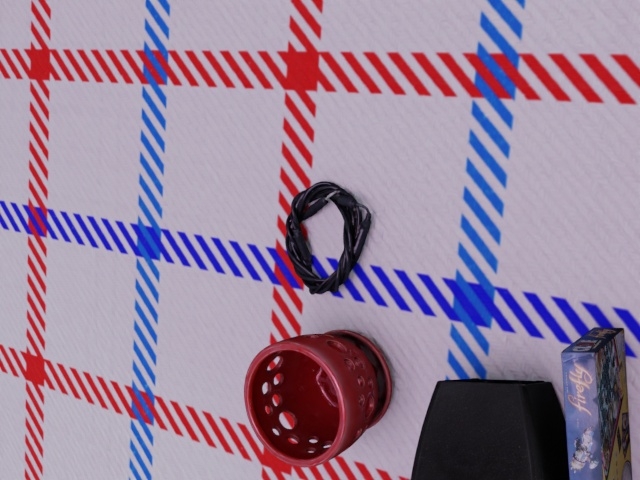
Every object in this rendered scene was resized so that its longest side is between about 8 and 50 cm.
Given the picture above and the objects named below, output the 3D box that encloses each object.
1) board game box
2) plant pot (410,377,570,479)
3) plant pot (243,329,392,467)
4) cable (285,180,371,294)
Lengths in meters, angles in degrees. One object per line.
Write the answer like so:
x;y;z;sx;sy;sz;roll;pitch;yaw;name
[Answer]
0.357;0.245;0.980;0.042;0.165;0.243;-3;93;33;board game box
0.243;0.276;1.058;0.187;0.188;0.167;-4;80;33;plant pot
0.002;0.235;1.198;0.191;0.174;0.191;4;97;31;plant pot
0.000;0.000;1.252;0.150;0.047;0.185;27;109;28;cable
